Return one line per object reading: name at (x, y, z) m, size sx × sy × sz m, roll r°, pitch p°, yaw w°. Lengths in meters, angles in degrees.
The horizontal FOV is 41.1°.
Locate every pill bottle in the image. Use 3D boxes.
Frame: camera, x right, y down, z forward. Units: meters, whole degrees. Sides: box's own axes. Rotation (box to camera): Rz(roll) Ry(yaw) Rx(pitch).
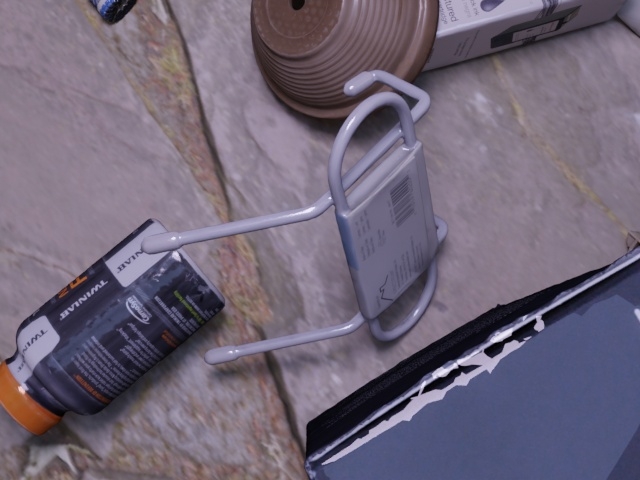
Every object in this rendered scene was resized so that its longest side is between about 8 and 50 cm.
pill bottle at (-0.234, 0.099, 0.925) m, size 0.246 × 0.130 × 0.130 m, roll -40°, pitch 84°, yaw -8°

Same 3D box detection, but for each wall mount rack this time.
wall mount rack at (0.000, 0.000, 0.878) m, size 0.130 × 0.350 × 0.304 m, roll 33°, pitch 65°, yaw 34°

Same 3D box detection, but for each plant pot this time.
plant pot at (0.002, -0.255, 0.949) m, size 0.237 × 0.110 × 0.237 m, roll 2°, pitch 93°, yaw 33°

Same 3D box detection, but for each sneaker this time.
sneaker at (-0.235, -0.335, 1.042) m, size 0.058 × 0.052 × 0.135 m, roll 39°, pitch 81°, yaw 9°

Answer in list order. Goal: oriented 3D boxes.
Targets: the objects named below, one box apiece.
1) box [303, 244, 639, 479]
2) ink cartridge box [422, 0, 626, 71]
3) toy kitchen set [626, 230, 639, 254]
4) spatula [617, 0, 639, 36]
box at (0.223, 0.302, 0.733) m, size 0.297 × 0.472 × 0.480 m, roll -30°, pitch 82°, yaw -7°
ink cartridge box at (0.211, -0.339, 1.024) m, size 0.273 × 0.115 × 0.198 m, roll -17°, pitch 81°, yaw -4°
toy kitchen set at (0.373, 0.038, 1.012) m, size 0.083 × 0.075 × 0.068 m, roll 4°, pitch 36°, yaw -33°
spatula at (0.496, -0.255, 1.012) m, size 0.242 × 0.168 × 0.019 m, roll 36°, pitch 42°, yaw -4°
